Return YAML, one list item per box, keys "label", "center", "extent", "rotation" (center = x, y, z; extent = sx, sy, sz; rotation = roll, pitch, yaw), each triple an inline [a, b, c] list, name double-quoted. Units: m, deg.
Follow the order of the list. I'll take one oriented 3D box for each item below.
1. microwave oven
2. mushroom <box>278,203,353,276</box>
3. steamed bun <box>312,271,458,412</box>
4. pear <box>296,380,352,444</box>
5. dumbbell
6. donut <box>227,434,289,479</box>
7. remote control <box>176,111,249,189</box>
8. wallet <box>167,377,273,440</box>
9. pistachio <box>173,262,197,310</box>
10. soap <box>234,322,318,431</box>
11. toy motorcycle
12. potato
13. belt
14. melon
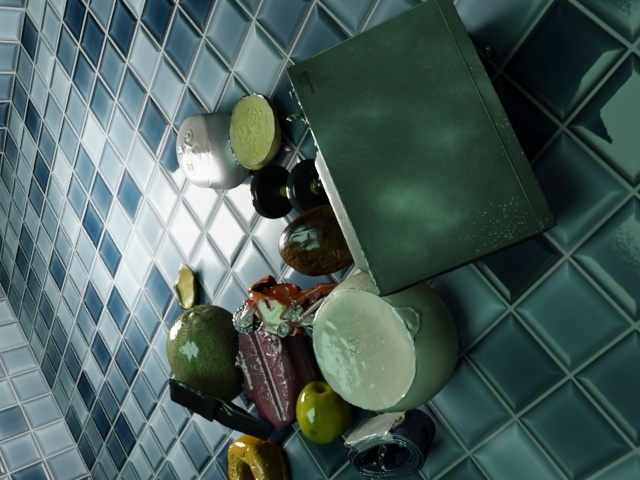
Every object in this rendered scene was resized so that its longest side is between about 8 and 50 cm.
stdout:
- label: "microwave oven"
  center: [0.169, -0.149, 1.107]
  extent: [0.375, 0.236, 0.431]
  rotation: [-23, 81, 9]
- label: "mushroom"
  center: [0.007, 0.012, 1.449]
  extent: [0.138, 0.194, 0.231]
  rotation: [58, 144, 19]
- label: "steamed bun"
  center: [0.148, 0.216, 1.342]
  extent: [0.324, 0.206, 0.324]
  rotation: [10, 105, 41]
- label: "pear"
  center: [0.011, 0.449, 1.587]
  extent: [0.149, 0.149, 0.162]
  rotation: [6, 110, 45]
- label: "dumbbell"
  center: [-0.071, -0.126, 1.528]
  extent: [0.326, 0.143, 0.143]
  rotation: [-1, 100, 46]
- label: "donut"
  center: [-0.195, 0.709, 1.890]
  extent: [0.227, 0.114, 0.226]
  rotation: [11, 107, 42]
- label: "remote control"
  center: [-0.314, -0.260, 1.773]
  extent: [0.332, 0.104, 0.220]
  rotation: [7, 107, 43]
- label: "wallet"
  center: [-0.289, 0.492, 1.750]
  extent: [0.323, 0.041, 0.247]
  rotation: [23, 149, 0]
- label: "pistachio"
  center: [-0.454, 0.155, 2.059]
  extent: [0.090, 0.049, 0.172]
  rotation: [8, 105, 21]
- label: "soap"
  center: [-0.123, 0.364, 1.708]
  extent: [0.220, 0.127, 0.324]
  rotation: [-30, 74, 42]
- label: "toy motorcycle"
  center: [-0.092, 0.175, 1.587]
  extent: [0.298, 0.089, 0.171]
  rotation: [1, 70, 20]
- label: "potato"
  center: [-0.163, -0.284, 1.612]
  extent: [0.164, 0.081, 0.200]
  rotation: [-9, 80, 32]
- label: "belt"
  center: [0.171, 0.476, 1.451]
  extent: [0.139, 0.126, 0.230]
  rotation: [48, 133, -5]
- label: "melon"
  center: [-0.331, 0.346, 1.834]
  extent: [0.249, 0.249, 0.329]
  rotation: [18, 130, 42]
